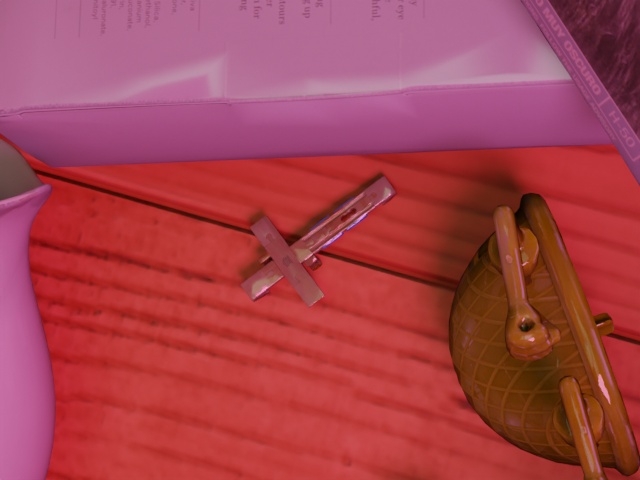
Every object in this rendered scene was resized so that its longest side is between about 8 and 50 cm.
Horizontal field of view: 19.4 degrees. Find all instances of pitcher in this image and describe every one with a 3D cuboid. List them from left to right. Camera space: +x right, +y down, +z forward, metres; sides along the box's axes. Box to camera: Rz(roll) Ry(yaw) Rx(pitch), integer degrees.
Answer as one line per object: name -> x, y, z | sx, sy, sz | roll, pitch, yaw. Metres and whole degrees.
pitcher -> -0.180, 0.042, 0.858 | 0.125, 0.178, 0.207 | 7, 111, -12

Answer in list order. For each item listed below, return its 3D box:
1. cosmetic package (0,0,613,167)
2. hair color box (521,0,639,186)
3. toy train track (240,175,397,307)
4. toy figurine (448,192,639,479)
cosmetic package -> 0.011, -0.226, 0.796 | 0.284, 0.097, 0.377 | -2, 77, 15
hair color box -> 0.233, -0.187, 0.678 | 0.374, 0.113, 0.185 | -30, 86, -19
toy train track -> 0.000, 0.000, 0.869 | 0.083, 0.014, 0.048 | -37, 74, 4
toy figurine -> 0.056, 0.183, 0.770 | 0.217, 0.191, 0.362 | -23, 83, 17
